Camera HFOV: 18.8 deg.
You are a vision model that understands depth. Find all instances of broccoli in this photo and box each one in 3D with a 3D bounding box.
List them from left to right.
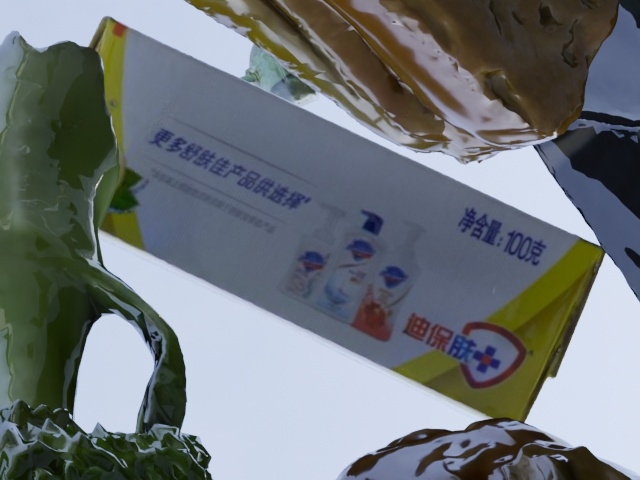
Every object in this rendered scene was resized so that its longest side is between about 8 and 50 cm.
[{"bbox_3d":[-0.142,0.105,0.710,0.186,0.254,0.302,50,-166,-26],"label":"broccoli"}]

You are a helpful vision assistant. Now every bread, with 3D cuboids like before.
[{"bbox_3d":[-0.028,-0.137,0.514,0.271,0.077,0.139,31,-116,-19],"label":"bread"}]

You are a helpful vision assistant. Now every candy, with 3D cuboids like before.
[{"bbox_3d":[-0.087,-0.097,1.373,0.061,0.202,0.061,-23,-90,-89],"label":"candy"}]

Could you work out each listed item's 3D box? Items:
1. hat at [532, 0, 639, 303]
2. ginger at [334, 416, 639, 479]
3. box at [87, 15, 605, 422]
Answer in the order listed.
[{"bbox_3d":[0.198,-0.100,0.702,0.257,0.366,0.382,47,-167,-46],"label":"hat"},{"bbox_3d":[0.123,0.174,0.667,0.165,0.172,0.321,-7,-128,-43],"label":"ginger"},{"bbox_3d":[0.000,0.000,0.955,0.265,0.168,0.097,25,-94,7],"label":"box"}]
